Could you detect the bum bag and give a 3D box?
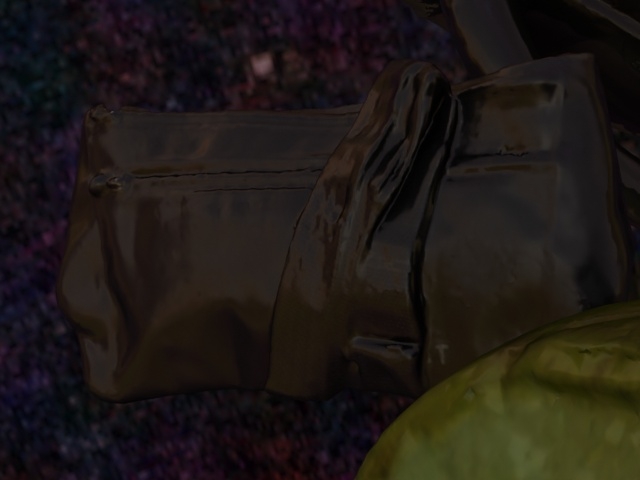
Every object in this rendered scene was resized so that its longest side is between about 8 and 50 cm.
[{"bbox_3d":[0.000,0.000,0.670,0.248,0.123,0.060,-2,0,42],"label":"bum bag"}]

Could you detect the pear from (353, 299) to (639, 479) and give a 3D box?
[{"bbox_3d":[0.173,0.110,0.439,0.239,0.139,0.288,13,27,-33],"label":"pear"}]

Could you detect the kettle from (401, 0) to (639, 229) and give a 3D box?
[{"bbox_3d":[0.210,-0.135,1.097,0.324,0.228,0.321,32,50,-13],"label":"kettle"}]
